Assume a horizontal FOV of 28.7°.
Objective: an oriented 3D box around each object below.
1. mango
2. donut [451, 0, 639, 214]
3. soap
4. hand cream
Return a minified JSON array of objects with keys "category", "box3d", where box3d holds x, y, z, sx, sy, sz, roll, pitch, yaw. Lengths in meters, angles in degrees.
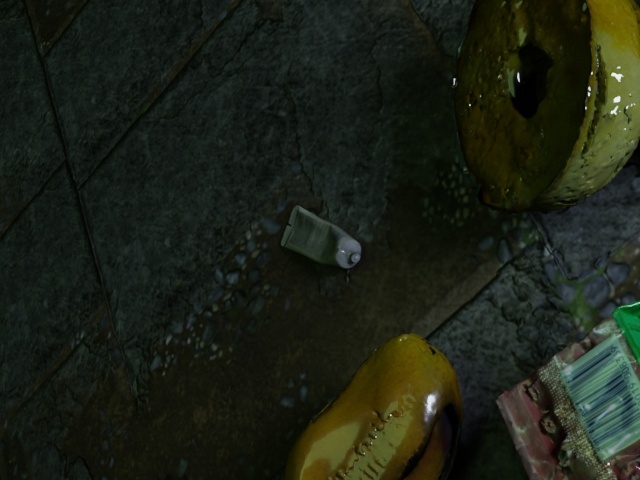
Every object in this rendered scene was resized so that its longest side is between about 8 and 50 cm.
[{"category":"mango","box3d":[0.057,0.215,1.320,0.151,0.156,0.248,-104,40,-82]},{"category":"donut","box3d":[0.236,-0.153,1.262,0.272,0.107,0.272,-173,90,-67]},{"category":"soap","box3d":[0.279,0.206,1.117,0.218,0.098,0.273,-43,49,28]},{"category":"hand cream","box3d":[0.000,0.000,1.553,0.165,0.037,0.057,26,96,56]}]
